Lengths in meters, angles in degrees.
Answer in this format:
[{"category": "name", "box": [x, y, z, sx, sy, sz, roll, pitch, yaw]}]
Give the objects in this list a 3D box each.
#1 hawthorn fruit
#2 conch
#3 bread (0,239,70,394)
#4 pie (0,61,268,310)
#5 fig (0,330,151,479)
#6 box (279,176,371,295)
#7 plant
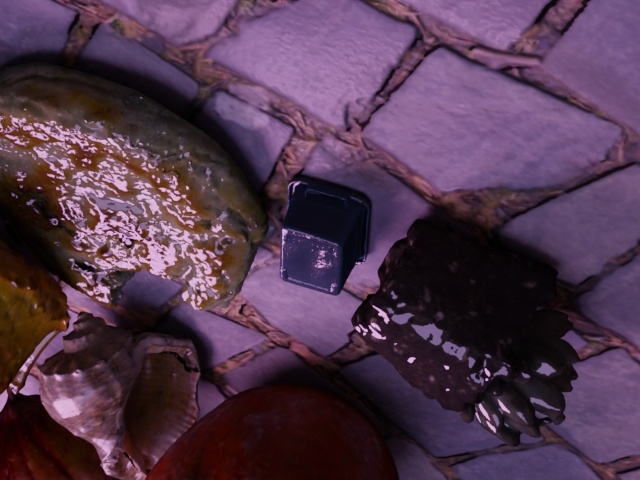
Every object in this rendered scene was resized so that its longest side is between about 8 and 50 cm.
[{"category": "hawthorn fruit", "box": [-0.044, 0.279, 1.915, 0.284, 0.284, 0.284, 16, 145, 11]}, {"category": "conch", "box": [-0.189, 0.154, 1.944, 0.155, 0.130, 0.207, -15, 113, 9]}, {"category": "bread", "box": [-0.322, 0.075, 1.854, 0.147, 0.160, 0.260, 37, 163, -4]}, {"category": "pie", "box": [-0.187, -0.042, 1.744, 0.302, 0.067, 0.302, 17, 147, 12]}, {"category": "fig", "box": [-0.283, 0.223, 2.066, 0.249, 0.186, 0.204, 50, 157, -22]}, {"category": "box", "box": [0.000, 0.000, 1.700, 0.074, 0.054, 0.099, 15, 144, 9]}, {"category": "plant", "box": [0.132, 0.075, 1.661, 0.194, 0.132, 0.129, 35, 148, -8]}]
